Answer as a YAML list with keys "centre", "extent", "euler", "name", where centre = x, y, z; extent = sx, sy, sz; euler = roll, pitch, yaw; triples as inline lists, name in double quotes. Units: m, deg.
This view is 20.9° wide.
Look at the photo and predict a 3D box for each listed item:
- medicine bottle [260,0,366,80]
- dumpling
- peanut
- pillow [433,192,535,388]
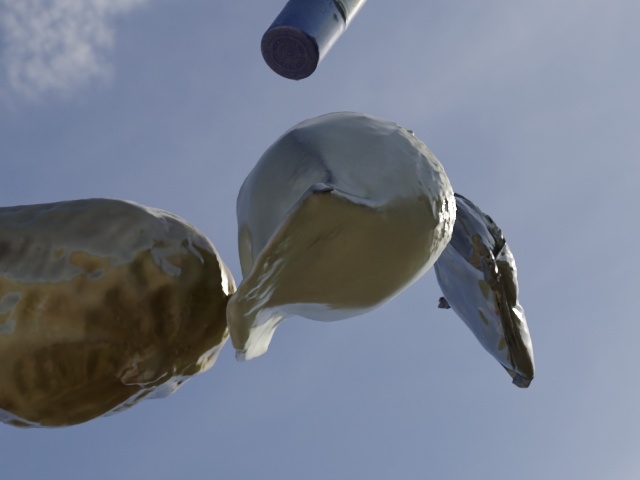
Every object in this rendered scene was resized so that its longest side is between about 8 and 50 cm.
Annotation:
- centre: [0.014, -0.229, 1.585]
  extent: [0.231, 0.059, 0.059]
  euler: [-59, -19, -46]
  name: "medicine bottle"
- centre: [0.001, -0.001, 1.077]
  extent: [0.126, 0.216, 0.166]
  euler: [30, -67, -19]
  name: "dumpling"
- centre: [-0.216, 0.051, 1.105]
  extent: [0.325, 0.153, 0.140]
  euler: [-6, -34, -7]
  name: "peanut"
- centre: [0.160, 0.036, 1.802]
  extent: [0.059, 0.169, 0.255]
  euler: [-39, -37, -12]
  name: "pillow"
